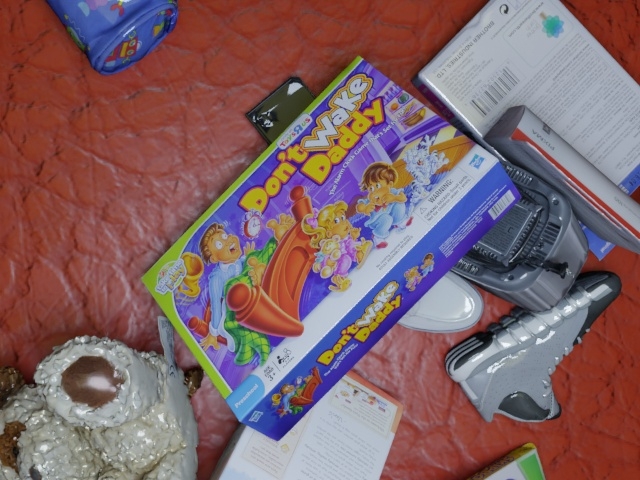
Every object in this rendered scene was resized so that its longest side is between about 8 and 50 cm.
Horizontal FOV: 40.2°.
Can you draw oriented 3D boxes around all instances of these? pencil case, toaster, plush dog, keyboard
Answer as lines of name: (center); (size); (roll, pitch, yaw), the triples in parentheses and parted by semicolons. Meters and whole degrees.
pencil case: (-0.274, -0.336, 0.958); (0.133, 0.119, 0.306); (-35, 93, -16)
toaster: (0.199, -0.007, 0.960); (0.227, 0.146, 0.129); (29, 89, 34)
plush dog: (-0.253, 0.206, 0.938); (0.225, 0.211, 0.263); (-13, 108, 11)
keyboard: (-0.014, -0.093, 1.030); (0.108, 0.023, 0.180); (-39, 92, -3)

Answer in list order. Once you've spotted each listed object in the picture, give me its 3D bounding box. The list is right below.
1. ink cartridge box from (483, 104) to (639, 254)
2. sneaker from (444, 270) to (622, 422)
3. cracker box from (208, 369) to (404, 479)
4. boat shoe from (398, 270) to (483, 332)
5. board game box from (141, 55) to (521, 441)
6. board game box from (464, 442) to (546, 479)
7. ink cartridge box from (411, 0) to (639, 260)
ink cartridge box: (0.271, -0.063, 0.897); (0.189, 0.232, 0.066); (40, 92, -4)
sneaker: (0.272, 0.138, 1.036); (0.228, 0.086, 0.132); (-30, 97, 4)
cracker box: (-0.018, 0.234, 0.938); (0.155, 0.067, 0.232); (34, 43, -5)
boat shoe: (0.087, 0.054, 1.013); (0.226, 0.076, 0.083); (17, 88, -6)
board game box: (0.000, 0.000, 0.916); (0.347, 0.078, 0.233); (-46, 51, 1)
board game box: (0.183, 0.333, 0.986); (0.259, 0.039, 0.124); (-19, 92, -37)
ink cartridge box: (0.281, -0.147, 1.044); (0.186, 0.065, 0.311); (-45, 91, -3)
